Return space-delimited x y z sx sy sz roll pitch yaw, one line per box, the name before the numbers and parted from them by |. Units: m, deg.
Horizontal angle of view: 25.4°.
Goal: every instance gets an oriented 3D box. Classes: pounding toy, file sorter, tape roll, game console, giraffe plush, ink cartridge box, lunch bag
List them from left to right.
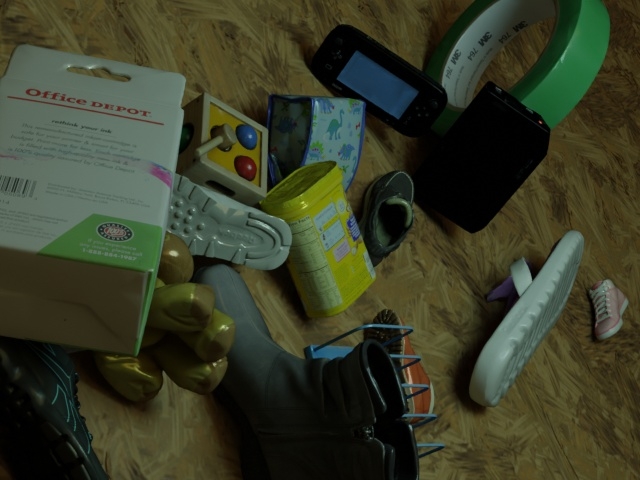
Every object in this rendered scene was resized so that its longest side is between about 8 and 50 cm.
ink cartridge box | -0.256 -0.052 1.460 0.207 0.119 0.353 10 37 -5
giraffe plush | -0.198 0.059 1.558 0.210 0.181 0.171 7 43 -9
pounding toy | -0.131 -0.109 1.768 0.141 0.100 0.130 29 47 -36
lunch bag | -0.011 -0.121 1.928 0.128 0.096 0.151 -6 101 -51
file sorter | 0.073 0.201 1.805 0.118 0.104 0.170 7 62 -47
game console | 0.145 -0.177 2.082 0.361 0.213 0.044 33 32 -6
tape roll | 0.297 -0.278 2.203 0.077 0.321 0.321 38 42 -30

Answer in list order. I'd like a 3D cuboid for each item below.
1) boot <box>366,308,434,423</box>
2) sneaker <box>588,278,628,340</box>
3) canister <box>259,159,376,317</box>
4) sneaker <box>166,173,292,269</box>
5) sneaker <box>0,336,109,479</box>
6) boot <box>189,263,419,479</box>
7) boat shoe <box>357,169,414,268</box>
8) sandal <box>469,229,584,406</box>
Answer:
boot | 0.111 0.171 1.915 0.084 0.059 0.158 7 70 -51
sneaker | 0.476 0.112 2.392 0.070 0.051 0.134 52 34 -10
canister | 0.000 0.000 1.836 0.126 0.073 0.170 -42 118 -45
sneaker | -0.152 -0.028 1.714 0.235 0.090 0.095 24 5 -21
sneaker | -0.271 0.167 1.422 0.267 0.101 0.106 59 34 -3
boot | -0.014 0.152 1.633 0.118 0.222 0.338 -15 79 -52
boat shoe | 0.100 -0.033 2.015 0.080 0.073 0.223 50 38 -15
sandal | 0.300 0.091 2.143 0.102 0.169 0.416 23 34 17
